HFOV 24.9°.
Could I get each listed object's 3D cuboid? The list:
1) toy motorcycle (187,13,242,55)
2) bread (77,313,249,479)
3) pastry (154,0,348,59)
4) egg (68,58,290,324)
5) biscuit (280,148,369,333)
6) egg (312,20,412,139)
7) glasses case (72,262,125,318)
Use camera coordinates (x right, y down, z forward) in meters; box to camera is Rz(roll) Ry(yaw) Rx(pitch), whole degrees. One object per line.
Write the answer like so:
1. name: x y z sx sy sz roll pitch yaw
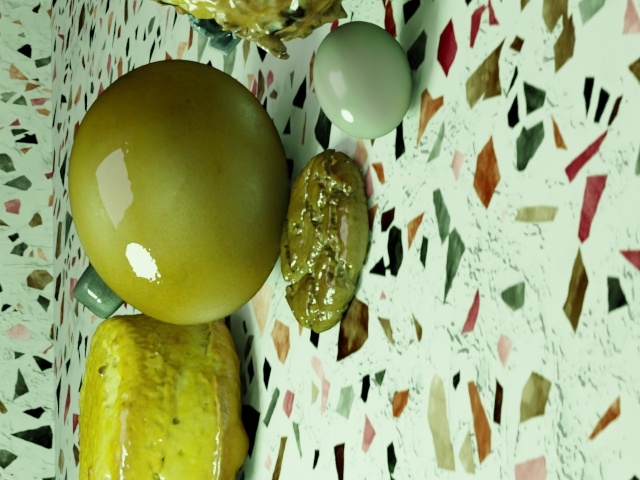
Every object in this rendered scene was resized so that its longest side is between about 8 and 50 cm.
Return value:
1. toy motorcycle: -0.055 -0.331 1.720 0.106 0.159 0.270 26 74 33
2. bread: -0.227 0.270 2.009 0.337 0.204 0.358 112 154 -48
3. pastry: -0.067 -0.376 1.508 0.337 0.405 0.292 50 160 6
4. egg: -0.177 -0.063 1.844 0.282 0.283 0.351 130 132 -57
5. biscuit: 0.000 0.000 1.684 0.226 0.042 0.226 -174 90 -69
6. egg: 0.044 -0.167 1.513 0.103 0.103 0.135 121 142 -50
7. glasses case: -0.236 -0.031 2.086 0.323 0.074 0.131 -54 7 -14
